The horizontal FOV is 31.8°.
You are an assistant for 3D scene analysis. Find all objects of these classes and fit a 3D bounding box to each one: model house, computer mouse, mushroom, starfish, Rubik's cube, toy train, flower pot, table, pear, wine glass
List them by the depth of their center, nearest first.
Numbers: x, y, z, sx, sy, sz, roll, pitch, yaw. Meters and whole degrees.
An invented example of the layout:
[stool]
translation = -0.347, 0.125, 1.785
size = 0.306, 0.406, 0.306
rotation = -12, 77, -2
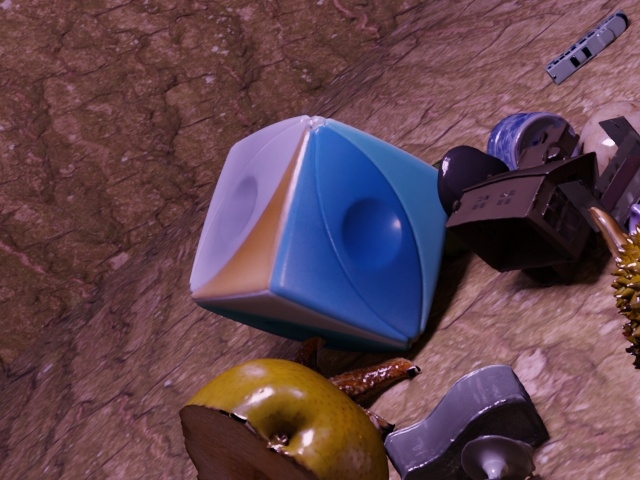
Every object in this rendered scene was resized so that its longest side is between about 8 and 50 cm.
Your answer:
[wine glass]
translation = 0.218, 0.354, 1.424
size = 0.103, 0.103, 0.222
rotation = -30, 23, 30
[flower pot]
translation = 0.202, 0.281, 1.593
size = 0.229, 0.103, 0.108
rotation = -39, 21, 7
[pear]
translation = -0.028, 0.312, 1.644
size = 0.191, 0.340, 0.386
rotation = -44, -15, -29
[table]
translation = 0.471, -0.079, 1.741
size = 0.146, 0.175, 0.062
rotation = -52, 20, -25
[model house]
translation = 0.374, -0.072, 1.844
size = 0.211, 0.204, 0.243
rotation = -11, 45, 56
[mushroom]
translation = 0.520, -0.162, 1.902
size = 0.166, 0.127, 0.166
rotation = -20, 38, 17
[starfish]
translation = 0.006, 0.290, 1.902
size = 0.303, 0.113, 0.312
rotation = 16, 56, 37
[computer mouse]
translation = 0.294, -0.077, 1.996
size = 0.086, 0.269, 0.138
rotation = 10, 75, 31
[Rubik's cube]
translation = 0.000, 0.000, 2.058
size = 0.347, 0.351, 0.352
rotation = -8, 67, 59
[toy train]
translation = 0.581, -0.421, 2.436
size = 0.207, 0.043, 0.047
rotation = -39, 22, 7

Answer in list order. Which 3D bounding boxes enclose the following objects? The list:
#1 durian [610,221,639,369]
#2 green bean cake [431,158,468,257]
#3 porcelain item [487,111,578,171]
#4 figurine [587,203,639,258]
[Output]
[durian]
translation = 0.468, 0.063, 1.367
size = 0.258, 0.258, 0.293
rotation = -33, 16, 23
[green bean cake]
translation = 0.253, -0.070, 2.211
size = 0.214, 0.113, 0.200
rotation = -49, 22, -17
[porcelain item]
translation = 0.393, -0.167, 2.102
size = 0.147, 0.147, 0.114
rotation = -46, 20, -13
[figurine]
translation = 0.527, -0.054, 1.600
size = 0.257, 0.181, 0.208
rotation = -32, -8, 7
